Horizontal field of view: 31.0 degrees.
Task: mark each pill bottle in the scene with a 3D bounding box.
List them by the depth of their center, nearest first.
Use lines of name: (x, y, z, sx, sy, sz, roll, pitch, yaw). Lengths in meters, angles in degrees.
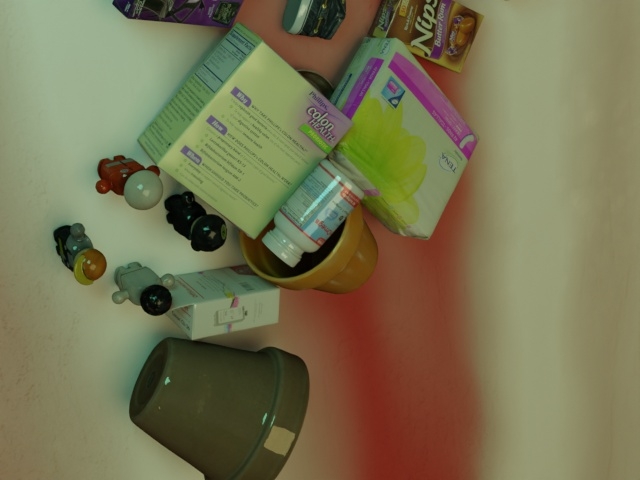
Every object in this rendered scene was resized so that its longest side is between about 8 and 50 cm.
pill bottle: (-0.014, -0.040, 1.768, 0.160, 0.087, 0.087, -49, 129, 4)

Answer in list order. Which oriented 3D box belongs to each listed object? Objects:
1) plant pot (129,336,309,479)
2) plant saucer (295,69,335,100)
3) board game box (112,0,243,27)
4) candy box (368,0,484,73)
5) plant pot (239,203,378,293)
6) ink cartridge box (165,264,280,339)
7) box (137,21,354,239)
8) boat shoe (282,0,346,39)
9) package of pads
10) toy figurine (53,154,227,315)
plant pot: (-0.180, 0.267, 1.887, 0.229, 0.263, 0.263, 26, 94, -20)
plant saucer: (-0.045, -0.200, 1.891, 0.168, 0.029, 0.168, -13, 115, -29)
board game box: (-0.140, -0.460, 1.605, 0.208, 0.056, 0.346, -11, 137, -51)
candy box: (0.181, -0.365, 1.960, 0.187, 0.053, 0.109, 15, 101, -36)
plant pot: (0.000, 0.000, 1.914, 0.205, 0.205, 0.188, -56, 144, -1)
ink cartridge box: (-0.179, 0.101, 1.873, 0.198, 0.115, 0.067, -8, 114, -30)
box: (-0.115, -0.167, 1.772, 0.213, 0.117, 0.243, 38, 95, -34)
boat shoe: (0.008, -0.402, 1.805, 0.083, 0.065, 0.183, 6, 123, -30)
package of pads: (0.128, -0.162, 1.946, 0.296, 0.101, 0.229, 42, 69, -40)
toy figurine: (-0.273, -0.003, 1.744, 0.213, 0.148, 0.209, 38, 86, -39)
